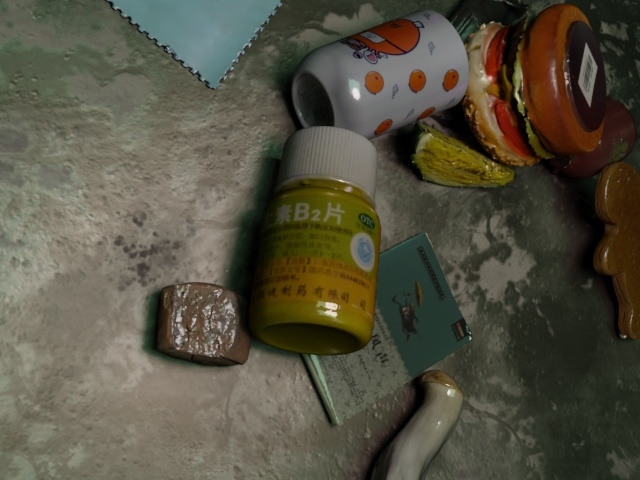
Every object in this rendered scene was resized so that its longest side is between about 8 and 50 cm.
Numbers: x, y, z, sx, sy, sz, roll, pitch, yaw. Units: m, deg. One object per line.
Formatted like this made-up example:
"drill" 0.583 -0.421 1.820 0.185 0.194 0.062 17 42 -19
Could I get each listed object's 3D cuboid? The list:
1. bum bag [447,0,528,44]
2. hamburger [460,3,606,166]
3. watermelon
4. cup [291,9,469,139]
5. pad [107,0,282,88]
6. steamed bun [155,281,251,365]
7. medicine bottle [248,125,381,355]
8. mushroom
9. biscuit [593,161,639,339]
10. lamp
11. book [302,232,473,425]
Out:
"bum bag" 0.382 -0.514 1.846 0.142 0.079 0.326 41 68 -12
"hamburger" 0.451 -0.322 1.705 0.330 0.250 0.330 5 83 -52
"watermelon" 0.285 -0.184 1.708 0.301 0.129 0.123 18 77 -39
"cup" 0.111 -0.315 1.599 0.317 0.212 0.212 -27 94 -27
"pad" -0.226 -0.471 1.522 0.269 0.012 0.269 40 82 -17
"steamed bun" -0.202 0.147 1.415 0.175 0.106 0.145 12 76 -23
"medicine bottle" 0.000 0.000 1.464 0.224 0.224 0.384 19 63 -24
"mushroom" 0.195 0.404 1.552 0.122 0.159 0.329 38 62 -15
"biscuit" 0.732 0.003 1.900 0.283 0.064 0.432 -42 118 -27
"lamp" 0.638 -0.241 1.888 0.258 0.180 0.180 -26 94 -30
"book" 0.124 0.170 1.622 0.379 0.031 0.264 -26 94 -28
